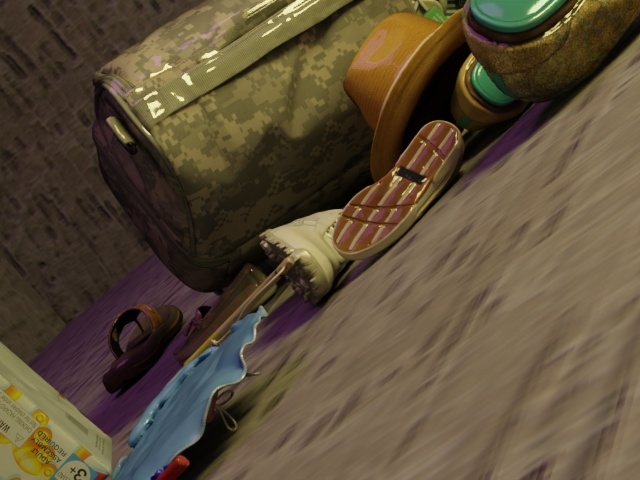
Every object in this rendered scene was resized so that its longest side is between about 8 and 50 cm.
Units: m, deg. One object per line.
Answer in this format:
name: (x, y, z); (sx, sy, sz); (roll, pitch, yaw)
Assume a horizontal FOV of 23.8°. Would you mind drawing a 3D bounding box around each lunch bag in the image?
lunch bag: (-0.053, -0.132, 1.394); (0.305, 0.213, 0.256); (-33, -13, -14)

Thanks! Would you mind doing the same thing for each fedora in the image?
fedora: (0.076, -0.134, 1.269); (0.194, 0.079, 0.194); (-49, -21, -27)

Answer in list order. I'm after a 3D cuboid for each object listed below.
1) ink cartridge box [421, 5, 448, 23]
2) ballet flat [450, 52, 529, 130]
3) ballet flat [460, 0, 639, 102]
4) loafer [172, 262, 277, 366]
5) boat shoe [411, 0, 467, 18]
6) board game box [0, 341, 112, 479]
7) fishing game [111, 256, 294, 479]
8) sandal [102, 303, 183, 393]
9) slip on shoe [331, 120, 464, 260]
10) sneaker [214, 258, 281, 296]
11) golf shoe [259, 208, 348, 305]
ink cartridge box: (0.066, -0.154, 1.738); (0.208, 0.087, 0.153); (-47, 8, -38)
ballet flat: (0.183, -0.177, 1.258); (0.232, 0.080, 0.073); (-44, -5, -23)
ballet flat: (0.241, -0.238, 1.144); (0.348, 0.123, 0.123); (-47, 7, -12)
loafer: (-0.096, 0.068, 1.423); (0.125, 0.039, 0.045); (-39, 7, 19)
boat shoe: (0.120, -0.295, 1.834); (0.302, 0.109, 0.094); (-11, 2, -23)
board game box: (-0.289, 0.207, 1.056); (0.275, 0.142, 0.144); (-48, 7, -4)
fishing game: (-0.089, 0.125, 1.016); (0.189, 0.041, 0.264); (-47, 9, 27)
sandal: (-0.216, 0.112, 1.745); (0.090, 0.060, 0.219); (-40, 7, 16)
slip on shoe: (0.063, -0.032, 1.165); (0.135, 0.051, 0.041); (-52, -31, -17)
sneaker: (-0.086, 0.019, 1.580); (0.083, 0.071, 0.191); (-47, 6, 2)
golf shoe: (0.000, 0.000, 1.209); (0.086, 0.069, 0.176); (-36, 7, -1)
